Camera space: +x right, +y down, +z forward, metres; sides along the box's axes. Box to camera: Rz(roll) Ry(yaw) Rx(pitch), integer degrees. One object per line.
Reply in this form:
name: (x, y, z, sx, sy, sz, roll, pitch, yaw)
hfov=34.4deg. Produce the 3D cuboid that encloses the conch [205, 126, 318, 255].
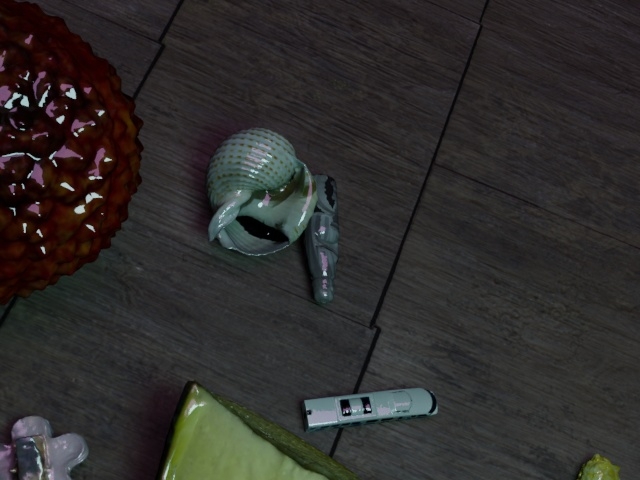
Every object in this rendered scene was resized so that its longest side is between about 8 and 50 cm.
conch: (-0.106, -0.075, 1.590, 0.172, 0.131, 0.200, 39, 87, -22)

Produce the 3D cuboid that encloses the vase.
vase: (0.000, 0.000, 1.616, 0.060, 0.060, 0.211, 4, 63, -12)

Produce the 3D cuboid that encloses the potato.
potato: (-0.079, 0.391, 1.337, 0.330, 0.213, 0.280, 27, 80, 28)

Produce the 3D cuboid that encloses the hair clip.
hair clip: (-0.366, 0.351, 1.344, 0.146, 0.075, 0.257, -7, 72, -15)

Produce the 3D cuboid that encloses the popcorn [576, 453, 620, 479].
popcorn: (0.413, 0.362, 1.544, 0.059, 0.068, 0.083, 14, 86, 28)

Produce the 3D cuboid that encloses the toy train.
toy train: (0.077, 0.246, 1.521, 0.207, 0.047, 0.043, -4, 66, -15)

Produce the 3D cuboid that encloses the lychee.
lychee: (-0.478, -0.123, 1.368, 0.500, 0.424, 0.424, 5, 60, 16)
